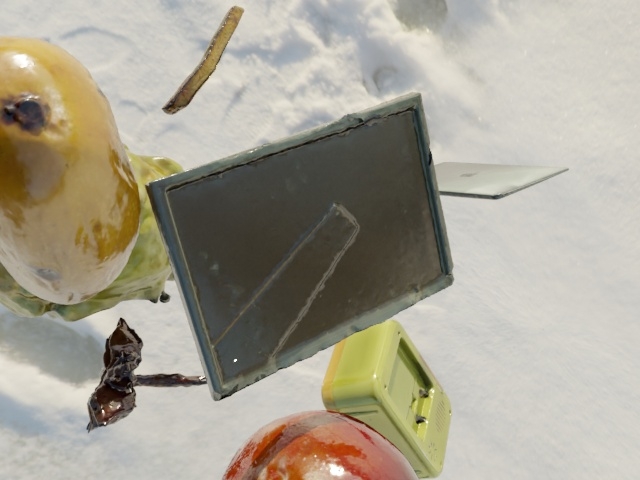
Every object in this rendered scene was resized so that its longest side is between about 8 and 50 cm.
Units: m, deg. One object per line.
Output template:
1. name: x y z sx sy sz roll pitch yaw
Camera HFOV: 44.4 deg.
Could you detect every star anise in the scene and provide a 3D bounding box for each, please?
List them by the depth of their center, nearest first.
1. star anise: -0.225 0.188 1.016 0.144 0.140 0.158 18 78 -22

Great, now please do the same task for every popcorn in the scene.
1. popcorn: -0.290 -0.008 0.993 0.287 0.252 0.215 -10 73 -31

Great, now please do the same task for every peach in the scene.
1. peach: -0.005 0.289 0.771 0.244 0.199 0.243 -19 52 26

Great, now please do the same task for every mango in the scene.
1. mango: -0.210 -0.044 0.602 0.120 0.295 0.177 -35 80 -20

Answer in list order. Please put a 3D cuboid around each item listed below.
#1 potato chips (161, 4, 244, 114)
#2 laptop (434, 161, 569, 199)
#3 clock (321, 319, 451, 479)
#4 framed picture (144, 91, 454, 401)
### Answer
1. potato chips: -0.157 -0.257 1.101 0.037 0.026 0.203 2 58 49
2. laptop: 0.244 -0.102 1.291 0.269 0.188 0.015 10 115 50
3. clock: 0.092 0.216 1.047 0.096 0.143 0.202 -17 123 29
4. framed picture: 0.000 0.000 0.710 0.281 0.019 0.208 -21 110 -26
